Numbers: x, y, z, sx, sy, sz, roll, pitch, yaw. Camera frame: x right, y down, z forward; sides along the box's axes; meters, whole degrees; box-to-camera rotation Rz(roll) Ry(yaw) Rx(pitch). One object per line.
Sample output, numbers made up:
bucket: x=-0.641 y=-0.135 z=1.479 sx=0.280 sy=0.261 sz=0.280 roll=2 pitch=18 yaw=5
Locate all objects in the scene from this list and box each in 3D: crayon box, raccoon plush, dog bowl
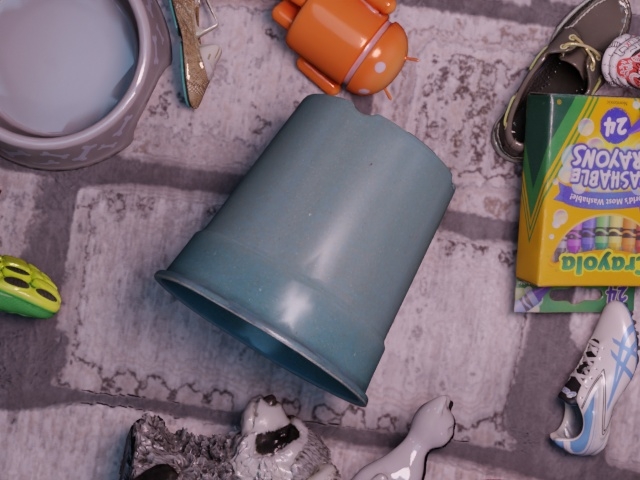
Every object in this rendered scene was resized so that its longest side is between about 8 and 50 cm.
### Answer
crayon box: x=0.395 y=-0.047 z=1.741 sx=0.203 sy=0.083 sz=0.323 roll=0 pitch=98 yaw=-16
raccoon plush: x=-0.149 y=0.425 z=1.756 sx=0.299 sy=0.216 sz=0.447 roll=9 pitch=117 yaw=-14
dog bowl: x=-0.397 y=-0.280 z=1.785 sx=0.348 sy=0.102 sz=0.349 roll=0 pitch=88 yaw=-1

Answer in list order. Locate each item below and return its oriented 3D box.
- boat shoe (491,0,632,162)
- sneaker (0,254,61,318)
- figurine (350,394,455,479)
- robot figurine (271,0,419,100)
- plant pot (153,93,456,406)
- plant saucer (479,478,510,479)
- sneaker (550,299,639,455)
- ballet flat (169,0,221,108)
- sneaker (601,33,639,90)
boat shoe: x=0.368 y=-0.247 z=1.794 sx=0.109 sy=0.091 sz=0.305 roll=37 pitch=88 yaw=1
sneaker: x=-0.527 y=0.083 z=1.779 sx=0.295 sy=0.109 sz=0.124 roll=7 pitch=110 yaw=-2
figurine: x=0.124 y=0.306 z=1.709 sx=0.092 sy=0.215 sz=0.209 roll=36 pitch=85 yaw=11
robot figurine: x=0.038 y=-0.300 z=1.775 sx=0.219 sy=0.128 sz=0.158 roll=37 pitch=88 yaw=0
plant pot: x=0.000 y=0.000 z=1.678 sx=0.341 sy=0.341 sz=0.334 roll=31 pitch=80 yaw=1
plant saucer: x=0.217 y=0.488 z=1.722 sx=0.332 sy=0.084 sz=0.332 roll=-4 pitch=103 yaw=-18
sneaker: x=0.399 y=0.201 z=1.763 sx=0.086 sy=0.085 sz=0.237 roll=11 pitch=98 yaw=-20
ballet flat: x=-0.183 y=-0.301 z=1.802 sx=0.067 sy=0.073 sz=0.206 roll=-10 pitch=89 yaw=1
sneaker: x=0.528 y=-0.267 z=1.780 sx=0.270 sy=0.145 sz=0.090 roll=-16 pitch=117 yaw=-42
